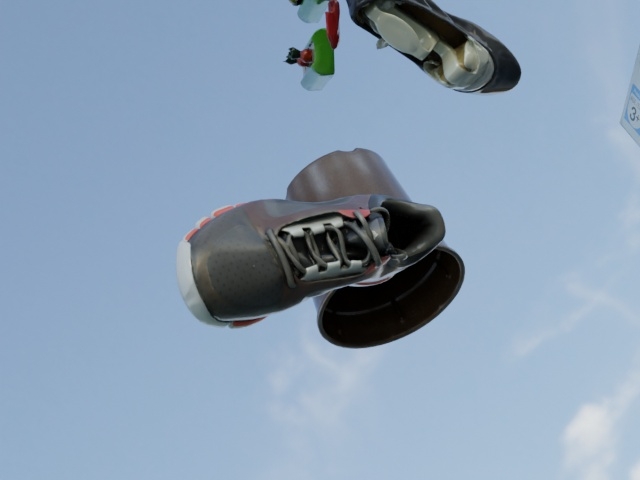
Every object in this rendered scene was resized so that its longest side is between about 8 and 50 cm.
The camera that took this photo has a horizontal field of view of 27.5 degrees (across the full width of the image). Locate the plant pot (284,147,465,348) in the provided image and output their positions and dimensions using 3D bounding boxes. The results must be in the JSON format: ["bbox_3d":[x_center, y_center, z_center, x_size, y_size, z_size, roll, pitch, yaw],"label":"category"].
[{"bbox_3d":[0.046,0.001,1.397,0.167,0.165,0.167,-16,-36,-12],"label":"plant pot"}]

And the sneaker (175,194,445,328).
[{"bbox_3d":[0.000,0.000,0.643,0.158,0.065,0.061,-16,-91,-43],"label":"sneaker"}]

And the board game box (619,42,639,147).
[{"bbox_3d":[0.347,-0.103,0.786,0.275,0.144,0.142,-6,-51,-15],"label":"board game box"}]

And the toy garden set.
[{"bbox_3d":[-0.017,-0.272,1.194,0.049,0.204,0.244,-3,-91,-7],"label":"toy garden set"}]

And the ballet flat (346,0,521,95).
[{"bbox_3d":[0.103,-0.178,1.195,0.203,0.074,0.074,32,-83,-24],"label":"ballet flat"}]
